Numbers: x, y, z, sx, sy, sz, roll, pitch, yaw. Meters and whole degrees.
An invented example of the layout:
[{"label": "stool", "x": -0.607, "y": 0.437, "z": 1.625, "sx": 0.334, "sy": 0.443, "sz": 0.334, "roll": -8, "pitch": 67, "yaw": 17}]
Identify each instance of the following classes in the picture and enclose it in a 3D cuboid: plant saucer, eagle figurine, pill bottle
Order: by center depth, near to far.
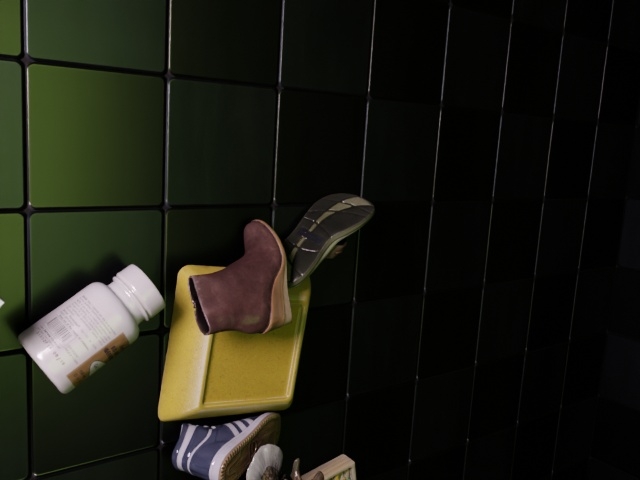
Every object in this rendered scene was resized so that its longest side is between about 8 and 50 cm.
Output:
[{"label": "pill bottle", "x": -0.398, "y": 0.150, "z": 1.139, "sx": 0.229, "sy": 0.131, "sz": 0.131, "roll": -39, "pitch": 121, "yaw": -24}, {"label": "eagle figurine", "x": -0.106, "y": 0.593, "z": 1.335, "sx": 0.226, "sy": 0.298, "sz": 0.225, "roll": 29, "pitch": 39, "yaw": -19}, {"label": "plant saucer", "x": -0.158, "y": 0.229, "z": 1.372, "sx": 0.332, "sy": 0.081, "sz": 0.333, "roll": 6, "pitch": 96, "yaw": -38}]

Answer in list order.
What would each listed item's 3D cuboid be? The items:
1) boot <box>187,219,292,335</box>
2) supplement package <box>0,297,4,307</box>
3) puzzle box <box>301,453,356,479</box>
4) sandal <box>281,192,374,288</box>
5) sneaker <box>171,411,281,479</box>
[{"label": "boot", "x": -0.164, "y": 0.065, "z": 1.263, "sx": 0.206, "sy": 0.090, "sz": 0.249, "roll": 3, "pitch": 62, "yaw": -42}, {"label": "supplement package", "x": -0.635, "y": 0.059, "z": 0.895, "sx": 0.198, "sy": 0.199, "sz": 0.263, "roll": -51, "pitch": 125, "yaw": -17}, {"label": "puzzle box", "x": -0.075, "y": 0.730, "z": 1.560, "sx": 0.408, "sy": 0.052, "sz": 0.272, "roll": -17, "pitch": 110, "yaw": -34}, {"label": "sandal", "x": -0.002, "y": 0.000, "z": 1.439, "sx": 0.303, "sy": 0.120, "sz": 0.086, "roll": -43, "pitch": 150, "yaw": -21}, {"label": "sneaker", "x": -0.202, "y": 0.429, "z": 1.383, "sx": 0.282, "sy": 0.153, "sz": 0.099, "roll": -13, "pitch": 107, "yaw": -67}]
